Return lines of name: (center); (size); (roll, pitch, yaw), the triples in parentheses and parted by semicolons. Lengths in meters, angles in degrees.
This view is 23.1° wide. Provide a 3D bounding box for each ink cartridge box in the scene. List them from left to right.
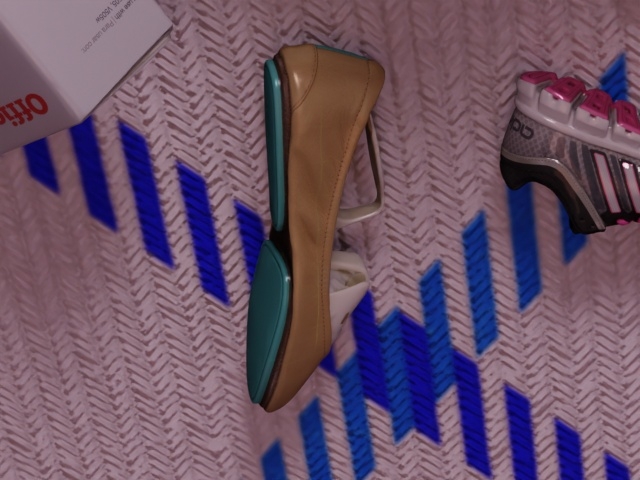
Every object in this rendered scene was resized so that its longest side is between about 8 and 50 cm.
ink cartridge box: (-0.198, -0.146, 0.799); (0.153, 0.087, 0.208); (-14, 121, 49)

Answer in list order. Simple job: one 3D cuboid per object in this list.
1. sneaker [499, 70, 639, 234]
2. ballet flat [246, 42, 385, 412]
sneaker: (0.175, -0.031, 0.886); (0.170, 0.063, 0.075); (25, 116, -4)
ballet flat: (0.000, 0.000, 0.906); (0.073, 0.080, 0.232); (-2, 119, -13)
